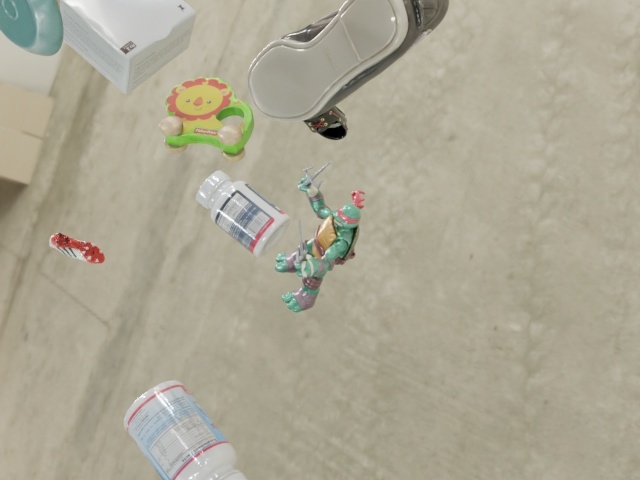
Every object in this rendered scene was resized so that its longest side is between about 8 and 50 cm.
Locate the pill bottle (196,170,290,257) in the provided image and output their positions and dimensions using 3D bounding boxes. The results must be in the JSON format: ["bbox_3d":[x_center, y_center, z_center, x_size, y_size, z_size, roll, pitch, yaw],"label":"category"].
[{"bbox_3d":[-0.161,-0.059,1.777,0.180,0.108,0.108,39,112,10],"label":"pill bottle"}]

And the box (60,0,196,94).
[{"bbox_3d":[-0.366,-0.409,1.638,0.181,0.182,0.119,-46,-5,-30],"label":"box"}]

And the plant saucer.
[{"bbox_3d":[-0.312,-0.242,0.887,0.021,0.119,0.119,-39,14,-37],"label":"plant saucer"}]

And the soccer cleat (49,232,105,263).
[{"bbox_3d":[-0.356,0.014,1.265,0.036,0.083,0.029,-29,43,55],"label":"soccer cleat"}]

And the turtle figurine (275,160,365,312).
[{"bbox_3d":[0.000,0.000,1.347,0.234,0.118,0.175,119,162,-44],"label":"turtle figurine"}]

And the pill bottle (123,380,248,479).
[{"bbox_3d":[-0.156,0.251,1.029,0.160,0.087,0.087,46,115,24],"label":"pill bottle"}]

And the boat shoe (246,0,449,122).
[{"bbox_3d":[0.027,-0.227,1.066,0.335,0.096,0.112,-18,94,55],"label":"boat shoe"}]

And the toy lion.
[{"bbox_3d":[-0.113,-0.128,0.876,0.034,0.100,0.096,83,-158,-50],"label":"toy lion"}]

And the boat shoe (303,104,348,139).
[{"bbox_3d":[0.002,-0.175,1.226,0.049,0.133,0.042,-16,75,24],"label":"boat shoe"}]
